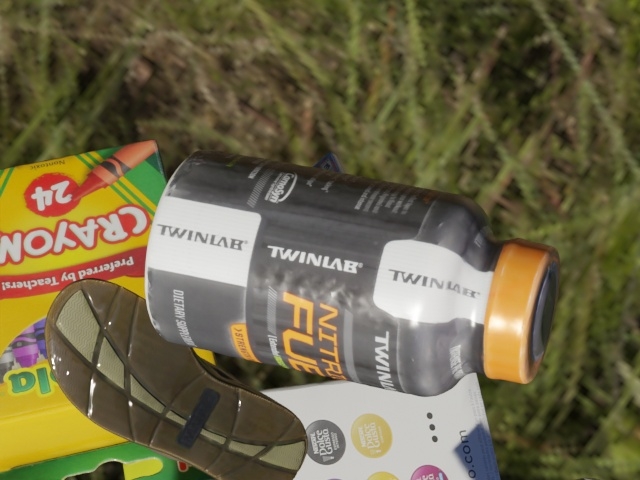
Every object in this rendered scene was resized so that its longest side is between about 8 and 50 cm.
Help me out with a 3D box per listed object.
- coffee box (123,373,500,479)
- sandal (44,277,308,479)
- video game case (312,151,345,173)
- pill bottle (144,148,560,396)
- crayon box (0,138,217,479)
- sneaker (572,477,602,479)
[{"bbox_3d":[-0.005,0.360,2.155,0.334,0.338,0.338,-5,164,-25],"label":"coffee box"},{"bbox_3d":[-0.103,0.101,1.293,0.219,0.060,0.090,32,89,-27],"label":"sandal"},{"bbox_3d":[0.000,0.000,2.014,0.119,0.166,0.015,-41,139,20],"label":"video game case"},{"bbox_3d":[0.024,0.024,1.180,0.130,0.245,0.130,11,90,-72],"label":"pill bottle"},{"bbox_3d":[-0.200,0.069,1.566,0.202,0.318,0.081,-12,143,-9],"label":"crayon box"},{"bbox_3d":[0.143,0.309,1.364,0.297,0.111,0.129,-59,161,-16],"label":"sneaker"}]
